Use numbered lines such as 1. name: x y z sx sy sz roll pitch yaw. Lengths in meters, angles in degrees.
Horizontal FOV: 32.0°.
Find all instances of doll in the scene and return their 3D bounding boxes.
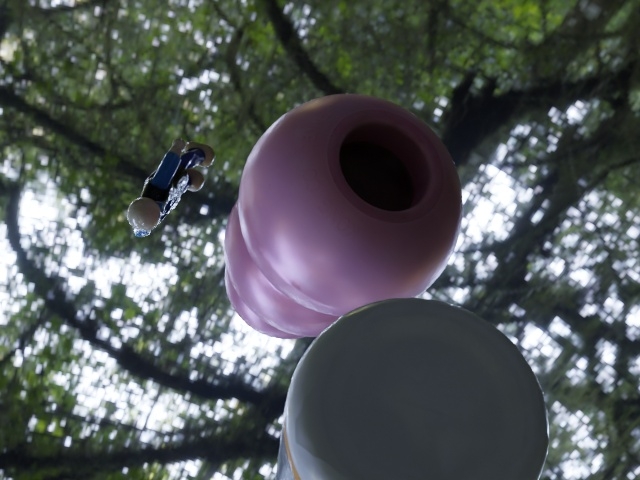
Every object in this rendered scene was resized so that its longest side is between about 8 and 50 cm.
1. doll: -0.178 -0.062 1.291 0.046 0.129 0.189 28 -152 2

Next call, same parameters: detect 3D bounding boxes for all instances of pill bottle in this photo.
1. pill bottle: 0.048 0.168 0.771 0.162 0.278 0.162 2 -121 -4

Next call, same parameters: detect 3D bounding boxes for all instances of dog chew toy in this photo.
1. dog chew toy: 0.000 0.000 1.092 0.206 0.332 0.206 8 -116 -18
